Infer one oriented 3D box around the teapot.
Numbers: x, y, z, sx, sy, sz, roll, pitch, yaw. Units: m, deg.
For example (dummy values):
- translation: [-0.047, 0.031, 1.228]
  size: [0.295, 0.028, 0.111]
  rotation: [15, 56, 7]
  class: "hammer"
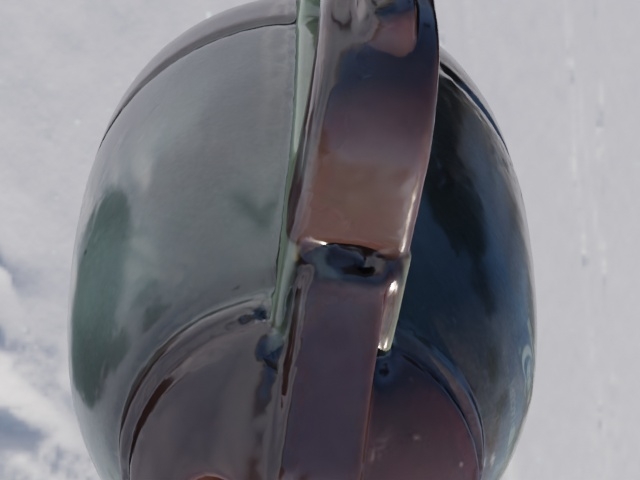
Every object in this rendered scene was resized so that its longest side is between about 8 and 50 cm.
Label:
- translation: [0.000, 0.000, 0.570]
  size: [0.312, 0.233, 0.315]
  rotation: [-94, -168, -65]
  class: "teapot"
